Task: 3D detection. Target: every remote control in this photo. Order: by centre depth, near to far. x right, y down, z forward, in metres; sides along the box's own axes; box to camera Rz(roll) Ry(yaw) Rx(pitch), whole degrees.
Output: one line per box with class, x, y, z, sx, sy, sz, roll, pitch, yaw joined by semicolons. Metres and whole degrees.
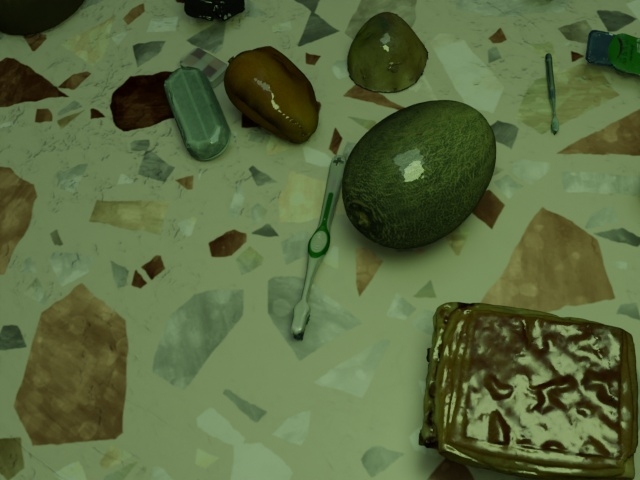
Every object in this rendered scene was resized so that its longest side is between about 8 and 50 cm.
remote control;-0.269;-0.279;1.648;0.104;0.052;0.247;-29;62;6

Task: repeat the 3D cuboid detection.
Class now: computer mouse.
computer mouse;-0.269;-0.612;1.831;0.147;0.088;0.264;-5;57;-17

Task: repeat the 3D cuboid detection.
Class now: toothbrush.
toothbrush;-0.001;-0.003;1.477;0.042;0.040;0.418;7;61;11
toothbrush;0.495;-0.316;1.629;0.016;0.019;0.219;3;59;4

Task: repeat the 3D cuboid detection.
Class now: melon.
melon;0.186;-0.128;1.419;0.248;0.248;0.329;37;66;23

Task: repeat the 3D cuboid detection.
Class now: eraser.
eraser;-0.265;-0.394;1.738;0.105;0.026;0.065;35;71;22

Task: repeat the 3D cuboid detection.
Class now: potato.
potato;0.144;-0.436;1.678;0.182;0.117;0.202;11;62;15

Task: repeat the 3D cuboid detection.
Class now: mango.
mango;-0.104;-0.301;1.602;0.236;0.166;0.136;41;114;4

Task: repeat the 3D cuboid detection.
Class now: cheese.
cheese;0.725;-0.381;1.609;0.320;0.083;0.204;13;64;10

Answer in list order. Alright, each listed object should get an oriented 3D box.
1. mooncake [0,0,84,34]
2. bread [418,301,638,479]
mooncake;-0.721;-0.649;1.855;0.284;0.155;0.284;-1;60;2
bread;0.331;0.254;1.225;0.324;0.167;0.277;3;60;17
